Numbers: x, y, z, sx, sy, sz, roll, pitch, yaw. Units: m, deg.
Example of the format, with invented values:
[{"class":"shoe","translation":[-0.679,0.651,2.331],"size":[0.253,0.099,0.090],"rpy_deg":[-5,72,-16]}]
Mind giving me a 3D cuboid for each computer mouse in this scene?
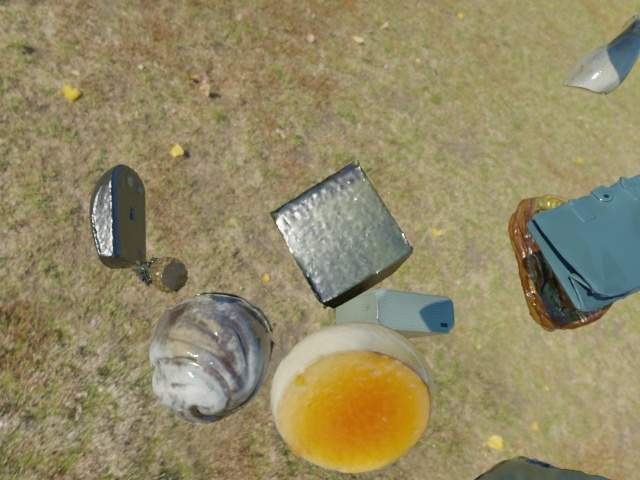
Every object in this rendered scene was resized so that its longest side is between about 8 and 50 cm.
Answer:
[{"class":"computer mouse","translation":[-0.531,-0.060,1.383],"size":[0.170,0.100,0.270],"rpy_deg":[30,55,-73]}]

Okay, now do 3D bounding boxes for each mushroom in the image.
[{"class":"mushroom","translation":[0.619,-0.393,1.132],"size":[0.093,0.225,0.116],"rpy_deg":[38,9,-29]}]

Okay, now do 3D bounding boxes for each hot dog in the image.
[{"class":"hot dog","translation":[0.446,0.039,0.989],"size":[0.114,0.175,0.259],"rpy_deg":[-30,101,-86]}]

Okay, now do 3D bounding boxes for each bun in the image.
[{"class":"bun","translation":[0.054,0.275,0.989],"size":[0.298,0.299,0.165],"rpy_deg":[35,15,-14]}]

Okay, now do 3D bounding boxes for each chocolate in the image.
[{"class":"chocolate","translation":[-0.247,0.295,1.215],"size":[0.303,0.303,0.213],"rpy_deg":[30,20,-18]}]

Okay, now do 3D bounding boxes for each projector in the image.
[{"class":"projector","translation":[0.194,0.196,1.411],"size":[0.250,0.198,0.108],"rpy_deg":[8,73,-28]}]

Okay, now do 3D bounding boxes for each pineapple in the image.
[{"class":"pineapple","translation":[-0.326,0.062,1.072],"size":[0.074,0.159,0.074],"rpy_deg":[-4,96,-40]}]

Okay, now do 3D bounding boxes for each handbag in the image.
[{"class":"handbag","translation":[0.390,-0.009,0.681],"size":[0.221,0.057,0.144],"rpy_deg":[-21,61,-11]}]

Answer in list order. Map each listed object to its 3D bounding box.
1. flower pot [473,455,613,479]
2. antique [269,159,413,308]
[{"class":"flower pot","translation":[0.198,0.245,0.344],"size":[0.242,0.189,0.157],"rpy_deg":[24,71,7]},{"class":"antique","translation":[0.021,0.008,0.491],"size":[0.080,0.221,0.081],"rpy_deg":[-30,81,0]}]
